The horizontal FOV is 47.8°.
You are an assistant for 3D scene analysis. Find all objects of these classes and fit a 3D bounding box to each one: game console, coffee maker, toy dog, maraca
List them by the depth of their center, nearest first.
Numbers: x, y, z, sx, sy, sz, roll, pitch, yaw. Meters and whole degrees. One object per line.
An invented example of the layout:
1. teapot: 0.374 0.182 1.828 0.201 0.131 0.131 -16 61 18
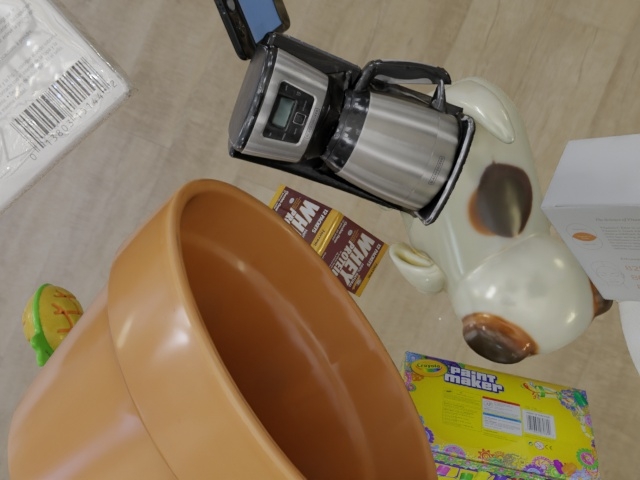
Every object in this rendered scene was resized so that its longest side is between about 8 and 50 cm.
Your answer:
1. coffee maker: 0.015 -0.091 0.616 0.178 0.171 0.120 19 80 -12
2. game console: -0.043 -0.235 0.646 0.071 0.122 0.107 -11 115 26
3. toy dog: 0.261 -0.023 1.084 0.285 0.395 0.408 -25 85 -24
4. maraca: -0.463 0.156 1.251 0.099 0.127 0.185 -20 43 5

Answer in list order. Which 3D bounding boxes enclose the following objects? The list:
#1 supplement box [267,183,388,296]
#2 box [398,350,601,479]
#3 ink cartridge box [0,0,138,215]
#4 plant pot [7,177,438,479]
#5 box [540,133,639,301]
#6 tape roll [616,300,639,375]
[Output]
1. supplement box: 0.000 0.000 1.527 0.194 0.191 0.129 28 88 44
2. box: 0.237 0.356 1.142 0.290 0.177 0.279 13 130 0
3. ink cartridge box: -0.351 -0.126 0.599 0.296 0.066 0.261 -41 106 4
4. plant pot: -0.077 0.131 0.527 0.203 0.291 0.291 -37 79 15
5. box: 0.326 -0.018 0.724 0.130 0.170 0.091 2 55 47
6. tape roll: 0.599 0.106 1.079 0.392 0.072 0.392 8 73 -27
